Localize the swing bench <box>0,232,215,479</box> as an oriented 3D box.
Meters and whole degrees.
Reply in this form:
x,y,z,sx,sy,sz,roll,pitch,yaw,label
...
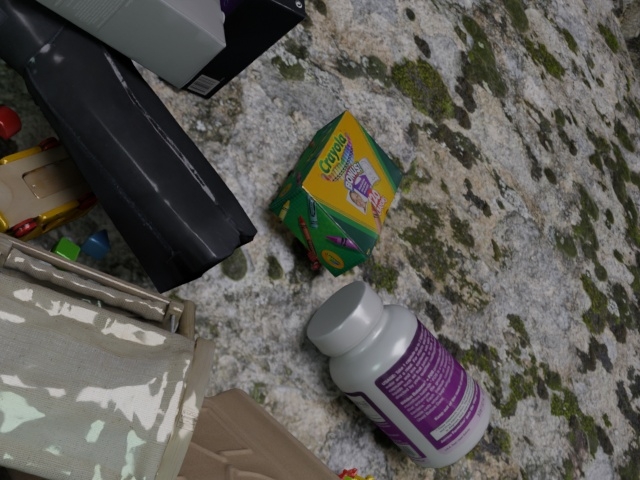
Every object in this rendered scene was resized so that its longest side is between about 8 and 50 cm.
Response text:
x,y,z,sx,sy,sz,roll,pitch,yaw,label
-0.253,0.113,0.760,0.253,0.254,0.165,23,90,-17,swing bench

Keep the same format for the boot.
x,y,z,sx,sy,sz,roll,pitch,yaw,label
-0.229,-0.173,1.045,0.445,0.146,0.367,50,30,-1,boot

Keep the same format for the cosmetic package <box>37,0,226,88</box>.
x,y,z,sx,sy,sz,roll,pitch,yaw,label
-0.235,-0.306,0.946,0.238,0.107,0.127,33,35,-40,cosmetic package

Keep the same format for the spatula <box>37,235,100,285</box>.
x,y,z,sx,sy,sz,roll,pitch,yaw,label
-0.343,0.107,0.971,0.168,0.019,0.242,48,46,-14,spatula

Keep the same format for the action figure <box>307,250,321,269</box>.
x,y,z,sx,sy,sz,roll,pitch,yaw,label
0.000,0.000,1.336,0.038,0.030,0.115,35,52,-33,action figure

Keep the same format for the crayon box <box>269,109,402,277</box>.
x,y,z,sx,sy,sz,roll,pitch,yaw,label
0.036,-0.088,1.342,0.165,0.081,0.278,47,37,-16,crayon box

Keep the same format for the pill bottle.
x,y,z,sx,sy,sz,roll,pitch,yaw,label
0.122,0.210,1.247,0.301,0.169,0.169,47,46,-17,pill bottle

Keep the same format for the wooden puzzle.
x,y,z,sx,sy,sz,roll,pitch,yaw,label
-0.163,0.284,0.893,0.347,0.322,0.081,4,108,-42,wooden puzzle

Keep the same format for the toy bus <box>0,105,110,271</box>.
x,y,z,sx,sy,sz,roll,pitch,yaw,label
-0.368,-0.047,0.957,0.202,0.104,0.191,24,47,-34,toy bus

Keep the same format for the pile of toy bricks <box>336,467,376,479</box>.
x,y,z,sx,sy,sz,roll,pitch,yaw,label
0.014,0.415,1.111,0.105,0.118,0.212,23,59,6,pile of toy bricks

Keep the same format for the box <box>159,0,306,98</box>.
x,y,z,sx,sy,sz,roll,pitch,yaw,label
-0.143,-0.369,1.207,0.103,0.261,0.184,18,59,-36,box
